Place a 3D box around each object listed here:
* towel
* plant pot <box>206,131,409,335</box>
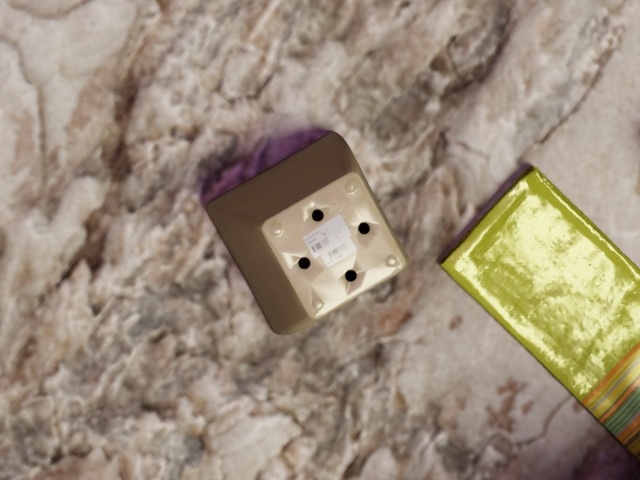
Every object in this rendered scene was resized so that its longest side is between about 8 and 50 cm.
[{"bbox_3d":[0.202,0.061,1.200,0.237,0.021,0.102,44,85,-11],"label":"towel"},{"bbox_3d":[0.000,0.000,1.116,0.109,0.096,0.109,-30,101,-7],"label":"plant pot"}]
